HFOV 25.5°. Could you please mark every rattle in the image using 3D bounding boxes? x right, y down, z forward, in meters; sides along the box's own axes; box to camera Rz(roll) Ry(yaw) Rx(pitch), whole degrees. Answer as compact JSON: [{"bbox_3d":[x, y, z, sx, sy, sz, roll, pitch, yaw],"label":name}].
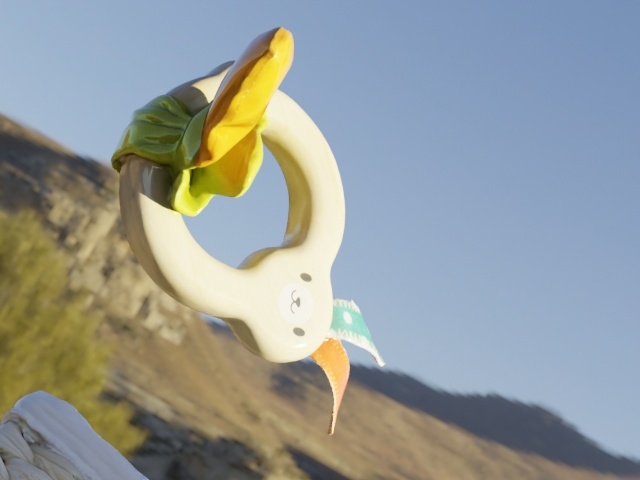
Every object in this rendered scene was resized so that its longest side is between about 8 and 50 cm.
[{"bbox_3d":[0.000,0.000,0.694,0.143,0.130,0.199,-23,-82,39],"label":"rattle"}]

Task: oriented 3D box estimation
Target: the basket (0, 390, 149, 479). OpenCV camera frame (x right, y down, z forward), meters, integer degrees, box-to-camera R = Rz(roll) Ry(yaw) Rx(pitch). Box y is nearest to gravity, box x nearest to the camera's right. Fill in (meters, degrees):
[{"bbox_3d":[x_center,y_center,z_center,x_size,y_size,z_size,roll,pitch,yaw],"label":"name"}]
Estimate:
[{"bbox_3d":[-0.173,0.329,0.748,0.331,0.328,0.266,42,31,8],"label":"basket"}]
